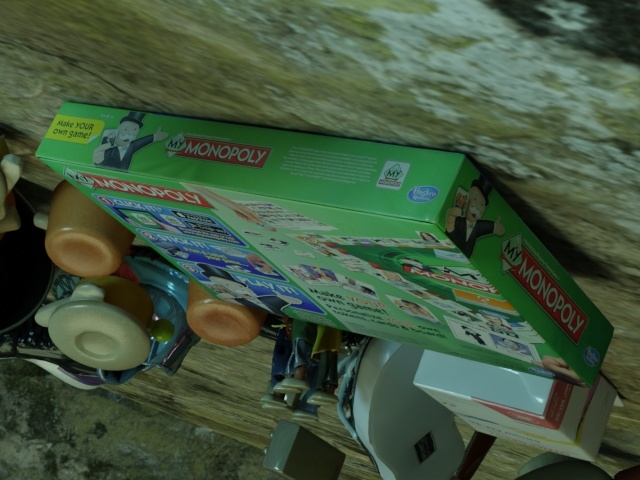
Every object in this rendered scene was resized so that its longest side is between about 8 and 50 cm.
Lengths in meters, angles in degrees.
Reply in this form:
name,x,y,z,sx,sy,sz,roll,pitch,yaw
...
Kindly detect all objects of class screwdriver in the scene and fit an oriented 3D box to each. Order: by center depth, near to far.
name,x,y,z,sx,sy,sz,roll,pitch,yaw
screwdriver,-0.099,0.068,1.630,0.170,0.024,0.025,23,141,16

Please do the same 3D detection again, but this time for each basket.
name,x,y,z,sx,sy,sz,roll,pitch,yaw
basket,-0.343,0.011,1.449,0.204,0.154,0.227,22,172,-8

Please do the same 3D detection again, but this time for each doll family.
name,x,y,z,sx,sy,sz,roll,pitch,yaw
doll family,-0.006,0.081,1.303,0.076,0.111,0.193,10,163,-12

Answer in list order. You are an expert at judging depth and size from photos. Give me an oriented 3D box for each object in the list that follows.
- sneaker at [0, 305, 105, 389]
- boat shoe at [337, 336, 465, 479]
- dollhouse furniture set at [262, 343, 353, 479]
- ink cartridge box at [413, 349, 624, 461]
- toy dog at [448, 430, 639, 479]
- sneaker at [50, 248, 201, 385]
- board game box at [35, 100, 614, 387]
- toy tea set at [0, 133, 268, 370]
name,x,y,z,sx,sy,sz,roll,pitch,yaw
sneaker,-0.380,0.121,2.207,0.283,0.107,0.124,22,157,-34
boat shoe,0.063,0.132,1.419,0.105,0.113,0.306,45,170,27
dollhouse furniture set,-0.033,0.169,1.646,0.123,0.151,0.144,13,165,30
ink cartridge box,0.169,0.127,1.313,0.115,0.067,0.198,13,167,29
toy dog,0.227,0.269,1.633,0.220,0.161,0.333,55,-148,14
sneaker,-0.202,0.073,1.541,0.104,0.125,0.262,27,166,-31
board game box,0.000,0.000,0.998,0.317,0.046,0.213,11,158,39
toy tea set,-0.192,-0.009,1.276,0.336,0.124,0.200,27,138,-17
